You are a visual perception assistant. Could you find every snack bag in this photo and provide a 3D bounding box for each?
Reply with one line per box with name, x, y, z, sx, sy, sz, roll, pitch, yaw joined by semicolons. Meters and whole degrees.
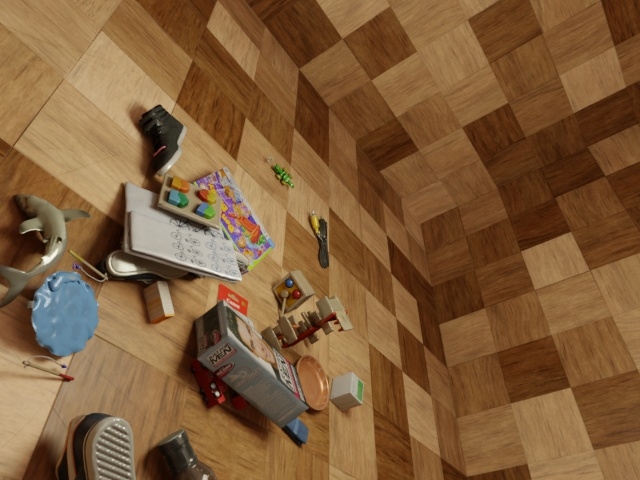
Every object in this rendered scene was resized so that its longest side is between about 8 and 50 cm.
snack bag;-0.392;-0.028;1.406;0.322;0.037;0.343;20;26;-32

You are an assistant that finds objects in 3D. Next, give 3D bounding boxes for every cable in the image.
cable;0.000;0.000;2.370;0.139;0.072;0.288;45;39;-69

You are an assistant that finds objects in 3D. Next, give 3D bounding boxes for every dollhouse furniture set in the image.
dollhouse furniture set;-0.027;0.314;1.751;0.262;0.259;0.135;5;53;-60

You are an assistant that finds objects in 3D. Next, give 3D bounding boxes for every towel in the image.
towel;-0.085;0.610;1.629;0.119;0.029;0.067;53;27;-21

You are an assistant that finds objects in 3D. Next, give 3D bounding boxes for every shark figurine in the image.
shark figurine;-0.608;0.022;1.104;0.166;0.116;0.278;6;46;-22

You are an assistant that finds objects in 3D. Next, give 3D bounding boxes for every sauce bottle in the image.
sauce bottle;-0.276;0.614;1.164;0.345;0.111;0.111;65;25;3

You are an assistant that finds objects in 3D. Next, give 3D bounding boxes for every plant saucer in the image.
plant saucer;-0.037;0.517;1.801;0.200;0.037;0.200;45;31;-37

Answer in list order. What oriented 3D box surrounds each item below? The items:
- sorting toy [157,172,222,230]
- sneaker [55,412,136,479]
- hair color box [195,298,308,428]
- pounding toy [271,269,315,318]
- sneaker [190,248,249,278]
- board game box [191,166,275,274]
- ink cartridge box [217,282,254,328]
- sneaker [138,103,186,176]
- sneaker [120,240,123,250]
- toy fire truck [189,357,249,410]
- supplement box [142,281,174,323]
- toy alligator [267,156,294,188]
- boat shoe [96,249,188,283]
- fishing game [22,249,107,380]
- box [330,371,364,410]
sorting toy;-0.388;-0.126;1.510;0.192;0.038;0.208;23;27;-24
sneaker;-0.436;0.495;0.975;0.126;0.127;0.322;1;90;-56
hair color box;-0.200;0.365;1.463;0.374;0.113;0.185;50;4;-29
pounding toy;-0.113;0.207;1.860;0.130;0.141;0.100;55;23;15
sneaker;-0.352;0.067;1.539;0.299;0.120;0.112;12;83;-47
board game box;-0.320;-0.068;1.754;0.347;0.078;0.233;59;26;-10
ink cartridge box;-0.271;0.237;1.606;0.145;0.045;0.179;42;35;-40
sneaker;-0.523;-0.326;1.590;0.147;0.104;0.296;43;26;-34
sneaker;-0.502;0.015;1.372;0.109;0.040;0.044;-4;68;-64
toy fire truck;-0.284;0.406;1.417;0.192;0.047;0.135;64;23;5
supplement box;-0.434;0.166;1.335;0.036;0.062;0.099;9;60;-59
toy alligator;-0.186;-0.313;2.282;0.190;0.056;0.051;49;-13;-26
boat shoe;-0.463;0.067;1.322;0.254;0.079;0.095;-6;84;-53
fishing game;-0.558;0.159;1.079;0.189;0.041;0.264;57;32;-57
box;0.104;0.585;1.931;0.087;0.101;0.101;49;30;-25
